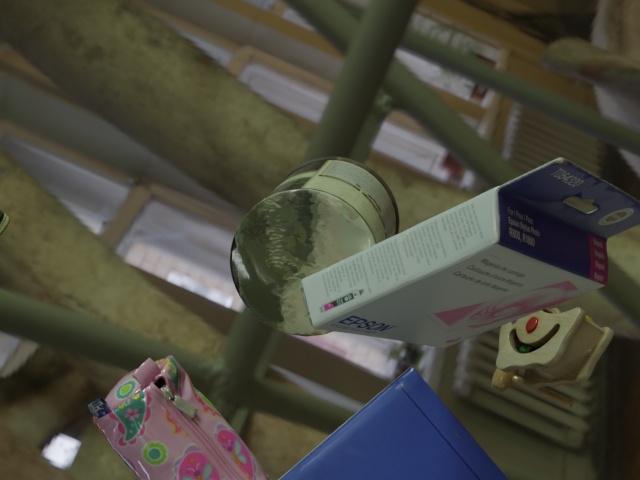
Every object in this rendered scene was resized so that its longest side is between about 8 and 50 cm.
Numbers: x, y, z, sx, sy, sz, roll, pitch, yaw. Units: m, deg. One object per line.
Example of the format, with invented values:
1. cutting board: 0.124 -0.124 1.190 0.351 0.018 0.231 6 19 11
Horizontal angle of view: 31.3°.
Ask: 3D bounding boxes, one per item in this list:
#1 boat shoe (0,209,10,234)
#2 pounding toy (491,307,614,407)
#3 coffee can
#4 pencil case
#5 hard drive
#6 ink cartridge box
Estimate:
1. boat shoe: -0.377 -0.015 1.139 0.049 0.152 0.056 59 -144 -34
2. pounding toy: 0.401 0.182 1.937 0.269 0.155 0.154 -20 42 61
3. coffee can: 0.000 0.000 1.624 0.275 0.201 0.201 -55 -11 -74
4. pencil case: -0.138 0.263 1.324 0.124 0.284 0.124 -38 6 5
5. hard drive: 0.069 0.351 1.519 0.319 0.210 0.040 -40 -4 -5
6. ink cartridge box: 0.199 0.033 1.312 0.330 0.324 0.071 -25 68 28
